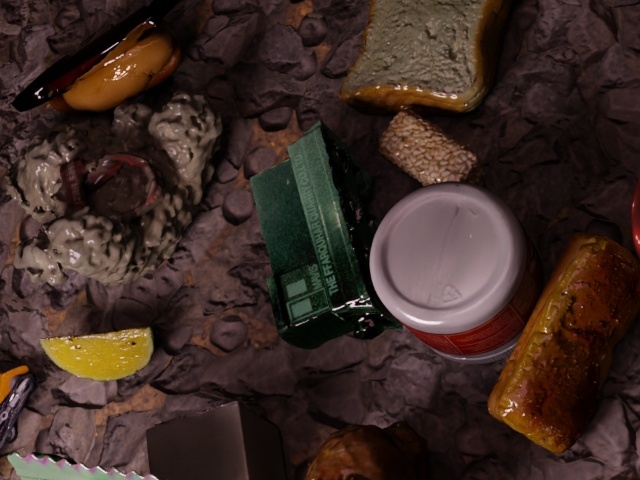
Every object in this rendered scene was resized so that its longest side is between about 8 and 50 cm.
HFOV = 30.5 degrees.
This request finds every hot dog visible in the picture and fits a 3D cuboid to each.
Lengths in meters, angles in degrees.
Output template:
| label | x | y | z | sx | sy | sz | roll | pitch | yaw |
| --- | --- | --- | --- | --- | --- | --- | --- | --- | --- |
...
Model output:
| label | x | y | z | sx | sy | sz | roll | pitch | yaw |
| --- | --- | --- | --- | --- | --- | --- | --- | --- | --- |
| hot dog | -0.335 | -0.280 | 1.922 | 0.326 | 0.107 | 0.194 | -19 | 29 | 36 |

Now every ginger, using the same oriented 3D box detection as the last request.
| label | x | y | z | sx | sy | sz | roll | pitch | yaw |
| --- | --- | --- | --- | --- | --- | --- | --- | --- | --- |
| ginger | 0.028 | 0.416 | 1.431 | 0.176 | 0.254 | 0.418 | 15 | 82 | 21 |

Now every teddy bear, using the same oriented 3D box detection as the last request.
| label | x | y | z | sx | sy | sz | roll | pitch | yaw |
| --- | --- | --- | --- | --- | --- | --- | --- | --- | --- |
| teddy bear | -0.359 | -0.088 | 1.804 | 0.367 | 0.224 | 0.357 | 20 | 59 | 29 |

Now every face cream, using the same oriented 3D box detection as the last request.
| label | x | y | z | sx | sy | sz | roll | pitch | yaw |
| --- | --- | --- | --- | --- | --- | --- | --- | --- | --- |
| face cream | 0.184 | 0.044 | 1.531 | 0.201 | 0.187 | 0.201 | -8 | 67 | 20 |

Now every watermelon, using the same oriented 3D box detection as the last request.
| label | x | y | z | sx | sy | sz | roll | pitch | yaw |
| --- | --- | --- | --- | --- | --- | --- | --- | --- | --- |
| watermelon | -0.319 | 0.172 | 1.753 | 0.181 | 0.092 | 0.075 | -6 | 82 | 12 |

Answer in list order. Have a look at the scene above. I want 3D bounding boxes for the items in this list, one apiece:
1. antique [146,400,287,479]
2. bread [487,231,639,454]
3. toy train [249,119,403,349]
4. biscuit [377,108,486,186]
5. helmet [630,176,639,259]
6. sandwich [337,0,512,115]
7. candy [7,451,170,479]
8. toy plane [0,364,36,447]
| label | x | y | z | sx | sy | sz | roll | pitch | yaw |
| --- | --- | --- | --- | --- | --- | --- | --- | --- | --- |
| antique | -0.135 | 0.315 | 1.582 | 0.146 | 0.152 | 0.148 | -19 | 61 | 13 |
| bread | 0.322 | 0.131 | 1.484 | 0.271 | 0.139 | 0.077 | -60 | 22 | -8 |
| toy train | 0.000 | 0.000 | 1.659 | 0.178 | 0.138 | 0.330 | -24 | 62 | 17 |
| biscuit | 0.158 | -0.119 | 1.674 | 0.168 | 0.070 | 0.082 | 36 | 83 | 32 |
| helmet | 0.479 | -0.027 | 1.448 | 0.189 | 0.193 | 0.216 | 7 | 115 | 26 |
| sandwich | 0.159 | -0.307 | 1.737 | 0.226 | 0.087 | 0.251 | 8 | 74 | 24 |
| candy | -0.216 | 0.419 | 1.472 | 0.262 | 0.398 | 0.172 | -7 | 36 | 21 |
| toy plane | -0.527 | 0.346 | 1.770 | 0.204 | 0.103 | 0.316 | -5 | 75 | 23 |
